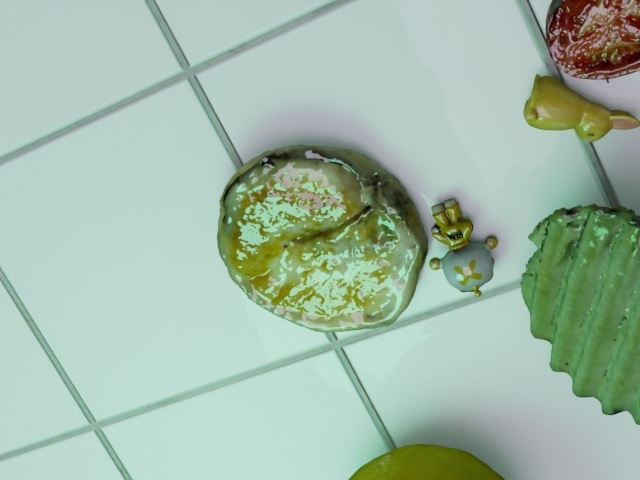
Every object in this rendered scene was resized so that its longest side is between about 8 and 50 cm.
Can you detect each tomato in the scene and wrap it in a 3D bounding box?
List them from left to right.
[{"bbox_3d":[0.378,-0.302,1.576,0.174,0.082,0.166,-20,112,19],"label":"tomato"}]

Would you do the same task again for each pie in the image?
[{"bbox_3d":[0.000,0.000,1.833,0.339,0.077,0.339,5,120,8],"label":"pie"}]

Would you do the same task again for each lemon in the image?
[{"bbox_3d":[0.163,0.481,1.870,0.348,0.348,0.348,6,116,13],"label":"lemon"}]

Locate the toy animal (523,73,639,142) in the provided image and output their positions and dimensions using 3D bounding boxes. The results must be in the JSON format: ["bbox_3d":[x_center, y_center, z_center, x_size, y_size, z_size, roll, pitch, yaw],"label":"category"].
[{"bbox_3d":[0.361,-0.170,1.651,0.159,0.083,0.070,16,126,-2],"label":"toy animal"}]

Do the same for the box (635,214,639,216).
[{"bbox_3d":[0.580,0.039,1.640,0.335,0.047,0.187,8,159,13],"label":"box"}]

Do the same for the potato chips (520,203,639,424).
[{"bbox_3d":[0.432,0.113,1.650,0.358,0.070,0.429,33,148,21],"label":"potato chips"}]

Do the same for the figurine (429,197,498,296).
[{"bbox_3d":[0.213,0.009,1.784,0.101,0.068,0.143,3,99,7],"label":"figurine"}]
